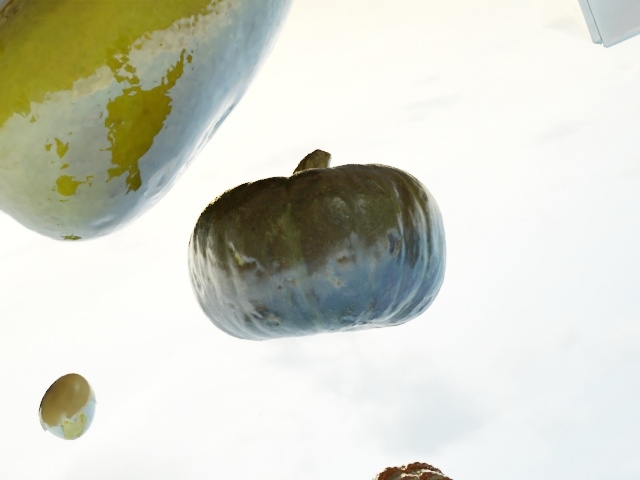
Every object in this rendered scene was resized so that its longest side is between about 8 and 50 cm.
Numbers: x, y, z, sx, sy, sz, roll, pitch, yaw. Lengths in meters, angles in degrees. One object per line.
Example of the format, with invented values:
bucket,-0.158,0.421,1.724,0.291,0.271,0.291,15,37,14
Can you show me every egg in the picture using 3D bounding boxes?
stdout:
egg,-0.321,0.212,1.158,0.071,0.083,0.071,20,171,3

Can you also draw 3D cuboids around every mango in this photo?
mango,-0.174,-0.197,0.893,0.445,0.221,0.301,-54,172,-10

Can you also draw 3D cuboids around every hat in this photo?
hat,0.132,0.303,1.031,0.094,0.112,0.162,-38,-177,-20

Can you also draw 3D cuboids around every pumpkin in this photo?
pumpkin,0.000,0.000,0.744,0.219,0.162,0.219,-6,169,-1

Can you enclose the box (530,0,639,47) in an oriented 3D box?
box,0.117,-0.163,0.425,0.051,0.129,0.130,-22,-166,9
